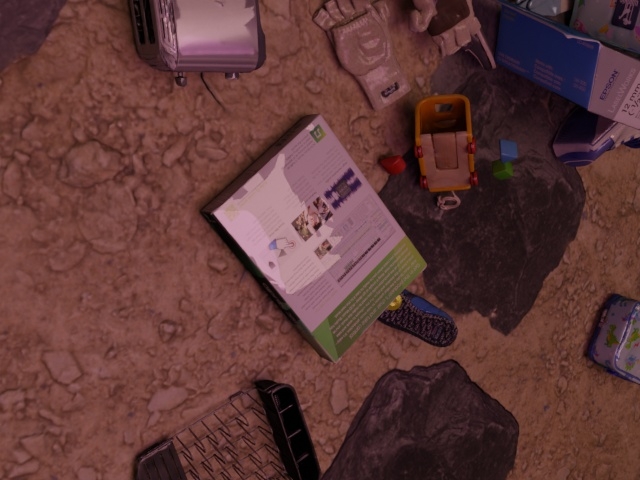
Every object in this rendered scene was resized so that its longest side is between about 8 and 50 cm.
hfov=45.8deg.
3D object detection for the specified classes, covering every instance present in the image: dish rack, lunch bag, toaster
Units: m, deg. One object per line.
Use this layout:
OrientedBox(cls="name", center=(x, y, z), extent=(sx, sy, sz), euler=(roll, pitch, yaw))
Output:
OrientedBox(cls="dish rack", center=(-0.144, 0.357, 1.183), extent=(0.271, 0.074, 0.208), euler=(-27, 114, -26))
OrientedBox(cls="lunch bag", center=(0.709, 0.232, 1.718), extent=(0.219, 0.090, 0.176), euler=(25, 85, -35))
OrientedBox(cls="toaster", center=(-0.164, -0.319, 0.984), extent=(0.146, 0.129, 0.227), euler=(-14, 109, -29))
OrientedBox(cls="lunch bag", center=(0.606, -0.472, 1.388), extent=(0.160, 0.223, 0.262), euler=(16, 103, -56))

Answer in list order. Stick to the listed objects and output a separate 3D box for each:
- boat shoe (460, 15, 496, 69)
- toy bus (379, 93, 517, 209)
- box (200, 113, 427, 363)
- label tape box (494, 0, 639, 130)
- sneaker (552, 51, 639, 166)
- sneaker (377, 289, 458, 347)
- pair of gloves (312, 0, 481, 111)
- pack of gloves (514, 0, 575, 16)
OrientedBox(cls="boat shoe", center=(0.236, -0.364, 1.297), extent=(0.065, 0.075, 0.206), euler=(-27, 132, 22))
OrientedBox(cls="toy bus", center=(0.214, -0.159, 1.283), extent=(0.191, 0.202, 0.104), euler=(19, 59, -29))
OrientedBox(cls="box", center=(0.000, 0.000, 1.184), extent=(0.232, 0.058, 0.322), euler=(-44, 112, -17))
OrientedBox(cls="label tape box", center=(0.436, -0.301, 1.308), extent=(0.347, 0.249, 0.115), euler=(7, 116, -33))
OrientedBox(cls="sneaker", center=(0.625, -0.234, 1.533), extent=(0.315, 0.127, 0.182), euler=(-46, 120, -19))
OrientedBox(cls="sneaker", center=(0.145, 0.119, 1.338), extent=(0.209, 0.082, 0.069), euler=(30, 97, -17))
OrientedBox(cls="pair of gloves", center=(0.129, -0.347, 1.193), extent=(0.240, 0.042, 0.204), euler=(-39, 124, 4))
OrientedBox(cls="pack of gloves", center=(0.415, -0.503, 1.392), extent=(0.232, 0.046, 0.195), euler=(-29, 131, -27))
